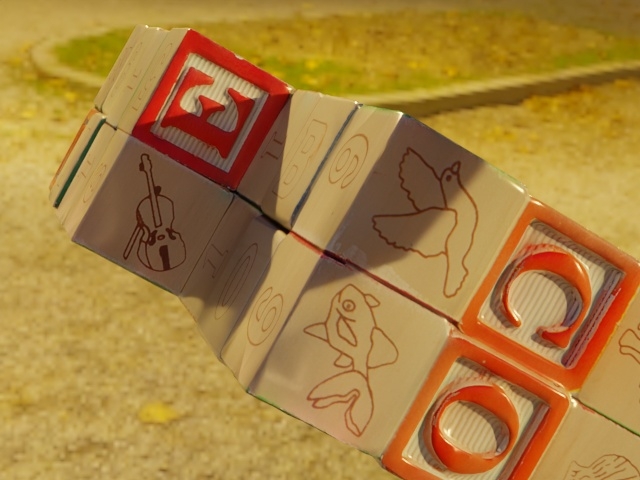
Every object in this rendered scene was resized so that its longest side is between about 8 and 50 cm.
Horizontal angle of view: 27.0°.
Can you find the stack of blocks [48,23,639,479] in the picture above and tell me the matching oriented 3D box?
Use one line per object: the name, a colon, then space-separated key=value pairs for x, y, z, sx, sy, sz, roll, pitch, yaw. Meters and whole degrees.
stack of blocks: x=0.000 y=0.000 z=0.498 sx=0.171 sy=0.087 sz=0.297 roll=29 pitch=2 yaw=-17
